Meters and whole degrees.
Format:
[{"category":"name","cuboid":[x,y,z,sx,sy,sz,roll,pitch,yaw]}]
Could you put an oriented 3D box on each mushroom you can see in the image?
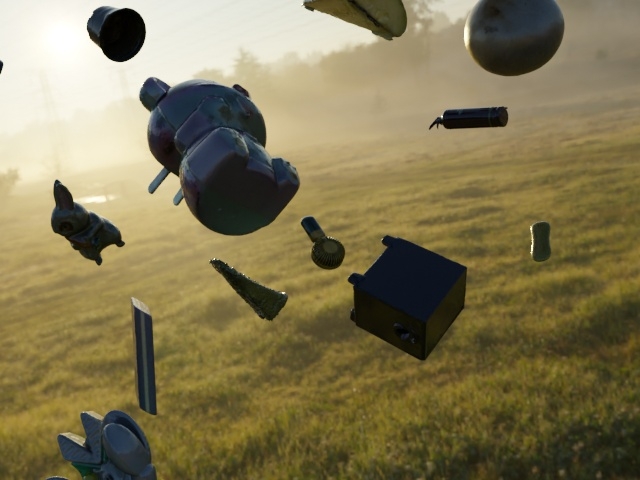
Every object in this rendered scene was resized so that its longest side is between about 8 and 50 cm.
[{"category":"mushroom","cuboid":[0.418,-0.436,1.585,0.207,0.207,0.215,-7,-19,18]}]

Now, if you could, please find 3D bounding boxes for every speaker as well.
[{"category":"speaker","cuboid":[0.229,0.151,1.980,0.254,0.184,0.232,25,53,27]}]

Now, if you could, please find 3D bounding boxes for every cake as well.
[{"category":"cake","cuboid":[-0.121,0.078,1.167,0.140,0.055,0.051,31,-9,-25]}]

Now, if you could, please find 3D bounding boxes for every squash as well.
[{"category":"squash","cuboid":[0.079,-0.534,1.679,0.169,0.093,0.252,31,-2,-26]}]

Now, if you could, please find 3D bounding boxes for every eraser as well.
[{"category":"eraser","cuboid":[-0.343,0.225,1.431,0.036,0.225,0.082,-4,12,-19]}]

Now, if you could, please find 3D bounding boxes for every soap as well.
[{"category":"soap","cuboid":[0.374,0.001,1.248,0.034,0.012,0.089,-11,45,25]}]

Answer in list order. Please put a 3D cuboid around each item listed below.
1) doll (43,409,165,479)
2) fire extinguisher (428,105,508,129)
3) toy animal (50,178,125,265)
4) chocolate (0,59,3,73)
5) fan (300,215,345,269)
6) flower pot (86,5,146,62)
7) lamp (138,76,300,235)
[{"category":"doll","cuboid":[-0.322,0.380,1.189,0.258,0.195,0.153,18,-11,9]},{"category":"fire extinguisher","cuboid":[0.303,-0.251,1.510,0.158,0.043,0.064,5,51,37]},{"category":"toy animal","cuboid":[-0.612,-0.048,1.845,0.127,0.251,0.125,3,57,29]},{"category":"chocolate","cuboid":[-0.584,-0.252,1.161,0.148,0.125,0.080,8,-20,41]},{"category":"fan","cuboid":[0.000,0.000,1.780,0.082,0.155,0.039,-20,-29,-29]},{"category":"flower pot","cuboid":[-0.594,-0.600,2.108,0.106,0.158,0.157,30,32,31]},{"category":"lamp","cuboid":[-0.185,-0.131,1.234,0.247,0.247,0.301,23,25,-39]}]
